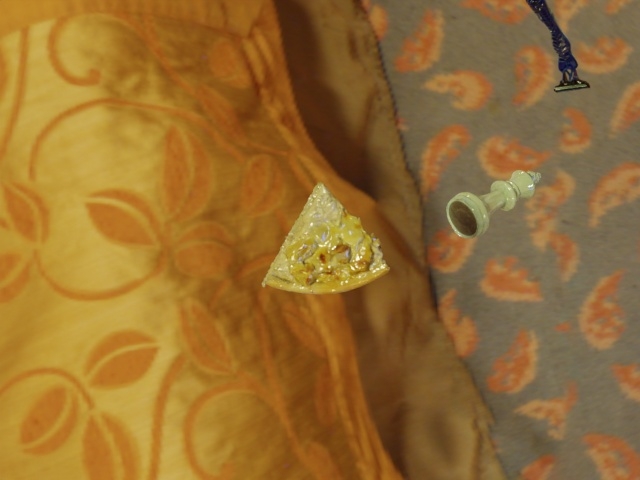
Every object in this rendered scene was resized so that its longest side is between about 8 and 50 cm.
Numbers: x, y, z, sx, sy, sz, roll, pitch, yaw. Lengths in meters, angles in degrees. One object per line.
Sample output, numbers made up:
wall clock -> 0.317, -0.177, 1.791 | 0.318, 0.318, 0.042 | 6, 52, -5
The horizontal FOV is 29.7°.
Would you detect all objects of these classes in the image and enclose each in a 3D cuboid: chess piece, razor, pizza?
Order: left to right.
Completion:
pizza -> 0.000, 0.000, 1.129 | 0.122, 0.026, 0.109 | -8, 106, 2
chess piece -> 0.230, -0.054, 1.533 | 0.059, 0.149, 0.059 | 33, 136, 39
razor -> 0.249, -0.231, 1.322 | 0.044, 0.028, 0.155 | -5, 127, 44
